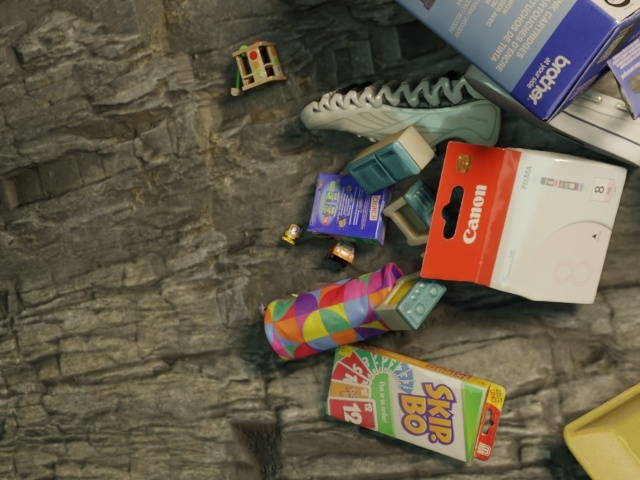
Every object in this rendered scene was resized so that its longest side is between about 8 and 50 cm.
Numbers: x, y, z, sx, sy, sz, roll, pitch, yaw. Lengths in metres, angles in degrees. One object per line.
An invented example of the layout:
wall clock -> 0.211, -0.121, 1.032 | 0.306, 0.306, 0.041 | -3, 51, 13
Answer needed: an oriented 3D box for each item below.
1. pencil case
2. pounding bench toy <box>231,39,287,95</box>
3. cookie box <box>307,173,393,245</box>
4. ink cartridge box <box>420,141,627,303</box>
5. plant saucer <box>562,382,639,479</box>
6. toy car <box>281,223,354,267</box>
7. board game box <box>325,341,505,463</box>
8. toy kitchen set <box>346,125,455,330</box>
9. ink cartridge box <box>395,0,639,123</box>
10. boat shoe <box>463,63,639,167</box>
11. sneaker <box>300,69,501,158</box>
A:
pencil case -> 0.025, 0.105, 1.293 | 0.236, 0.104, 0.104 | -17, 93, 26
pounding bench toy -> -0.105, -0.259, 1.305 | 0.083, 0.052, 0.065 | -16, 93, 26
cookie box -> 0.045, -0.045, 1.270 | 0.107, 0.040, 0.091 | 7, 79, 23
ink cartridge box -> 0.261, -0.020, 1.116 | 0.232, 0.066, 0.189 | 4, 106, -21
plant saucer -> 0.542, 0.285, 1.104 | 0.333, 0.081, 0.332 | -40, 83, 26
toy car -> 0.000, 0.000, 1.309 | 0.122, 0.060, 0.040 | 26, 80, 11
board game box -> 0.138, 0.240, 1.305 | 0.260, 0.039, 0.124 | 14, 106, 19
toy kitchen set -> 0.106, -0.011, 1.156 | 0.207, 0.166, 0.122 | 49, 149, -11
ink cartridge box -> 0.247, -0.307, 1.005 | 0.395, 0.270, 0.151 | 42, 135, 13
boat shoe -> 0.305, -0.178, 1.093 | 0.258, 0.095, 0.084 | 24, 95, -13
sneaker -> 0.108, -0.166, 1.204 | 0.292, 0.110, 0.118 | -1, 108, 25
